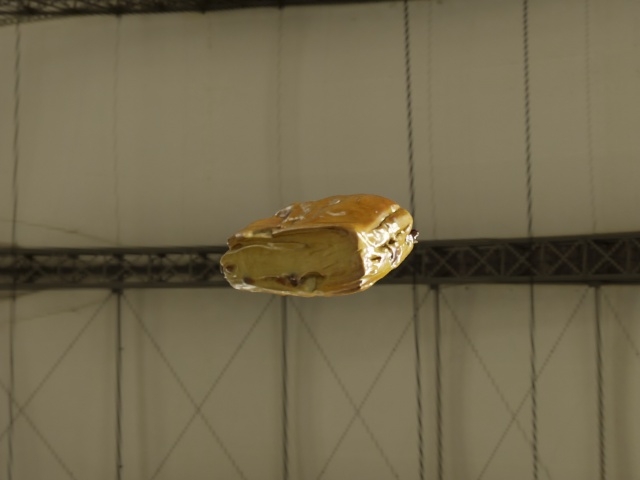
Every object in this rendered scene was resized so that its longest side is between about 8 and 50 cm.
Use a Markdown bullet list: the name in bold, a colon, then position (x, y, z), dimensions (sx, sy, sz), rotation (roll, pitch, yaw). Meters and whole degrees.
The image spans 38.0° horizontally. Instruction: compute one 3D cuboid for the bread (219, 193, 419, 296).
- **bread**: position (0.000, 0.000, 1.292), dimensions (0.235, 0.210, 0.099), rotation (0, -72, 32)
